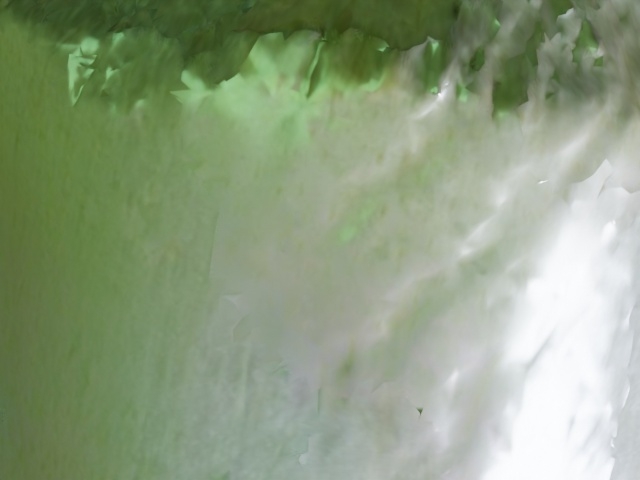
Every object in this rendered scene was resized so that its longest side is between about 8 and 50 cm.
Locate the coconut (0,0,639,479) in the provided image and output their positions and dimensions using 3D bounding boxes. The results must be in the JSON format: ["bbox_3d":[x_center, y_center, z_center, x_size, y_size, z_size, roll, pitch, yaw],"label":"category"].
[{"bbox_3d":[0.000,0.000,0.493,0.239,0.239,0.244,11,123,12],"label":"coconut"}]
